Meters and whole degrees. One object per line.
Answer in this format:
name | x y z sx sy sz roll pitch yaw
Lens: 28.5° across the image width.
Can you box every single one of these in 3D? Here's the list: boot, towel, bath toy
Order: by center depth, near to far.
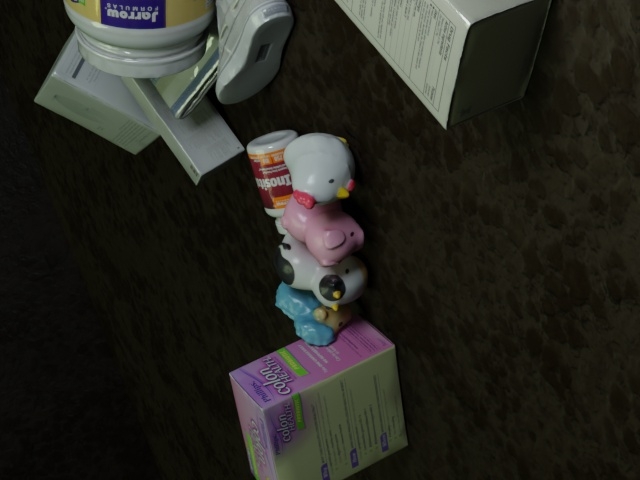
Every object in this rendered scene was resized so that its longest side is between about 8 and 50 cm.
bath toy | 0.000 0.000 1.890 0.129 0.151 0.348 -74 -10 -45
boot | -0.116 -0.320 1.911 0.123 0.095 0.258 66 151 18
towel | -0.244 -0.368 2.092 0.209 0.034 0.285 -47 66 34

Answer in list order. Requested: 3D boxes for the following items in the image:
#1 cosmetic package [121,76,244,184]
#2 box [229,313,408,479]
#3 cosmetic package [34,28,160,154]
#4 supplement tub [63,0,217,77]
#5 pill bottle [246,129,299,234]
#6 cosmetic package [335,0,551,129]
cosmetic package | -0.244 -0.224 2.226 0.239 0.099 0.060 55 159 6
box | 0.001 0.272 2.011 0.117 0.243 0.213 38 146 49
cosmetic package | -0.390 -0.286 2.354 0.224 0.138 0.224 30 164 -16
supplement tub | -0.269 -0.436 1.880 0.241 0.241 0.331 47 144 40
pill bottle | -0.056 -0.091 1.987 0.086 0.086 0.152 20 130 61
cosmetic package | 0.105 -0.290 1.380 0.309 0.113 0.160 53 155 28
